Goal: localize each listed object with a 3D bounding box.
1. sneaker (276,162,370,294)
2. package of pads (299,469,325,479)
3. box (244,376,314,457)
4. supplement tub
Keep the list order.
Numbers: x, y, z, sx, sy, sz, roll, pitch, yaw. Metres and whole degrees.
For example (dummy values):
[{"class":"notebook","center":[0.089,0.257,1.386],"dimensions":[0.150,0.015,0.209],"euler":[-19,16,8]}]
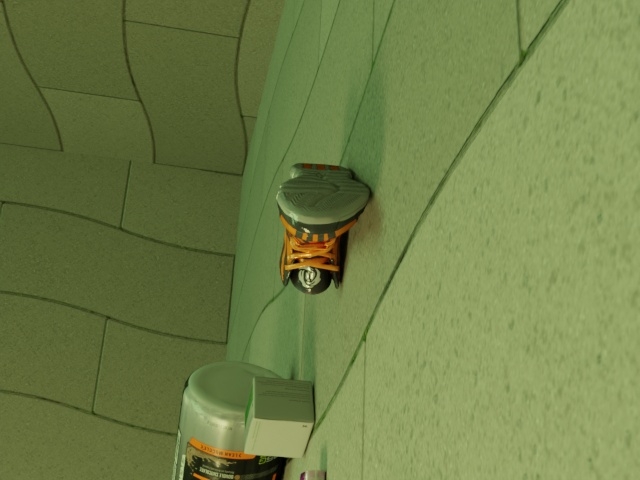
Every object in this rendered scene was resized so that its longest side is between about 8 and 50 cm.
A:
[{"class":"sneaker","center":[0.000,0.000,1.231],"dimensions":[0.321,0.125,0.180],"euler":[-75,-10,-77]},{"class":"package of pads","center":[-0.013,0.369,1.237],"dimensions":[0.050,0.032,0.083],"euler":[123,152,-64]},{"class":"box","center":[-0.068,0.289,1.421],"dimensions":[0.087,0.102,0.101],"euler":[-96,17,-48]},{"class":"supplement tub","center":[-0.173,0.417,1.641],"dimensions":[0.207,0.207,0.338],"euler":[-107,25,-68]}]
